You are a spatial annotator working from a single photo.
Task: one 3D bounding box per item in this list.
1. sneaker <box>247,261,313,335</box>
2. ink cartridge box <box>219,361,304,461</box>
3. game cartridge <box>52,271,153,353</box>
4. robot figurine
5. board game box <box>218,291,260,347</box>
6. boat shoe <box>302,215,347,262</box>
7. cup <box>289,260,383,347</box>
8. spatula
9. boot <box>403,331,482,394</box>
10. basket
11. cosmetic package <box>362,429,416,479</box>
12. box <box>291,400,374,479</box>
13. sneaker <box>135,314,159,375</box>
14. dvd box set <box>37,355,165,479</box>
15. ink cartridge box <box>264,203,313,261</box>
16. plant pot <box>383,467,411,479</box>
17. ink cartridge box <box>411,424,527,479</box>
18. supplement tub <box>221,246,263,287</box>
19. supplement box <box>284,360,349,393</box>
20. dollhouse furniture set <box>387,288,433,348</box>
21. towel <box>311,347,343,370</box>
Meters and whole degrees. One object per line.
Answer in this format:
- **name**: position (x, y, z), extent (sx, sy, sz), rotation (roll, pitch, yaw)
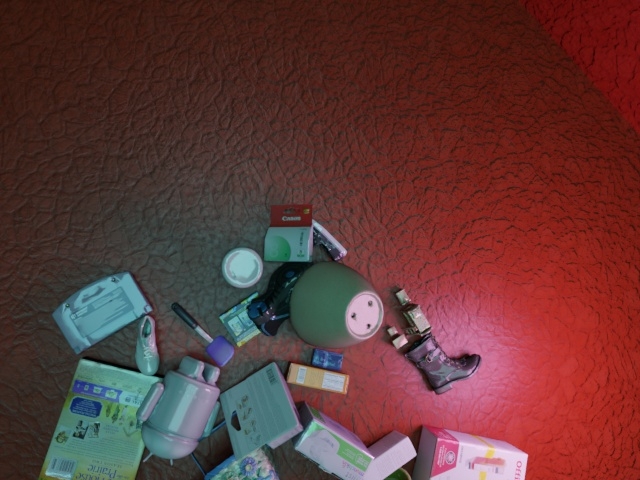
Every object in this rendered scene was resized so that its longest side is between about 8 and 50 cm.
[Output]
- **sneaker**: position (-0.135, 0.205, 1.721), extent (0.341, 0.125, 0.140), rotation (-48, 130, -30)
- **ink cartridge box**: position (-0.213, 0.604, 1.614), extent (0.239, 0.275, 0.060), rotation (-31, 133, -1)
- **game cartridge**: position (-0.781, 0.245, 1.638), extent (0.294, 0.060, 0.196), rotation (-31, 94, -12)
- **robot figurine**: position (-0.479, 0.584, 1.570), extent (0.300, 0.199, 0.353), rotation (34, 69, -36)
- **board game box**: position (-0.274, 0.296, 1.728), extent (0.170, 0.048, 0.141), rotation (-33, 93, -12)
- **boat shoe**: position (0.000, 0.000, 1.797), extent (0.228, 0.080, 0.076), rotation (44, 77, -11)
- **cup**: position (0.087, 0.249, 1.646), extent (0.331, 0.237, 0.331), rotation (-3, 95, -32)
- **spatula**: position (-0.444, 0.338, 1.701), extent (0.296, 0.030, 0.084), rotation (45, 78, -3)
- **boot**: position (0.493, 0.463, 1.830), extent (0.263, 0.091, 0.229), rotation (-32, 91, -10)
- **basket**: position (-0.290, 0.770, 1.614), extent (0.254, 0.201, 0.289), rotation (-36, 58, -13)
- **cosmetic package**: position (0.231, 0.819, 1.717), extent (0.231, 0.117, 0.085), rotation (-26, 89, -20)
- **box**: position (0.027, 0.729, 1.647), extent (0.262, 0.231, 0.127), rotation (35, 80, -5)
- **sneaker**: position (-0.614, 0.368, 1.613), extent (0.080, 0.094, 0.212), rotation (-5, 74, -23)
- **dvd box set**: position (-0.749, 0.651, 1.599), extent (0.307, 0.062, 0.420), rotation (16, 81, -9)
- **ink cartridge box**: position (-0.120, -0.030, 1.750), extent (0.181, 0.056, 0.225), rotation (0, 86, 16)
- **plant pot**: position (0.241, 1.017, 1.663), extent (0.276, 0.276, 0.254), rotation (-24, 101, -12)
- **ink cartridge box**: position (0.571, 0.906, 1.764), extent (0.384, 0.160, 0.279), rotation (14, 82, -9)
- **supplement tub**: position (-0.286, 0.102, 1.666), extent (0.144, 0.199, 0.144), rotation (1, 84, -11)
- **supplement box**: position (-0.014, 0.521, 1.738), extent (0.233, 0.078, 0.080), rotation (17, 78, -9)
- **dollhouse furniture set**: position (0.321, 0.309, 1.807), extent (0.161, 0.101, 0.182), rotation (-31, 91, -12)
- **towel**: position (0.027, 0.462, 1.770), extent (0.119, 0.029, 0.067), rotation (15, 70, -9)
